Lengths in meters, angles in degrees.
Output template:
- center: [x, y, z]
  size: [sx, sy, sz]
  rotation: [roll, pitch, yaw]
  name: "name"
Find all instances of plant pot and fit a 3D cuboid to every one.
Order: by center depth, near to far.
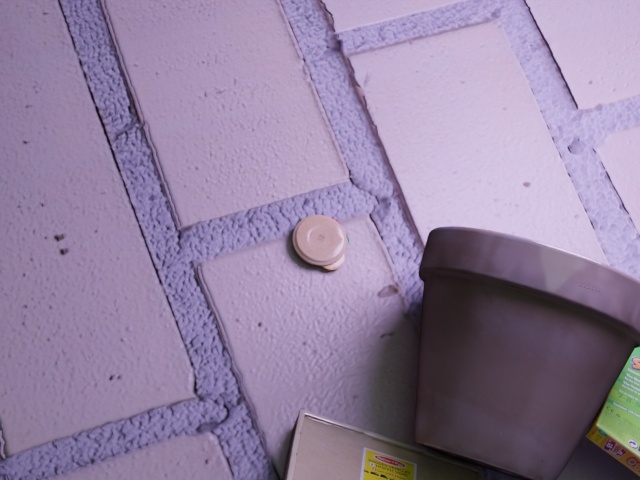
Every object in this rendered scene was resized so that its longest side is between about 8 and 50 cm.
- center: [0.258, 0.165, 1.722]
  size: [0.323, 0.323, 0.280]
  rotation: [18, 80, -3]
  name: "plant pot"

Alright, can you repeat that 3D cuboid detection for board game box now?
- center: [0.455, 0.233, 1.801]
  size: [0.124, 0.039, 0.259]
  rotation: [36, 37, 6]
  name: "board game box"

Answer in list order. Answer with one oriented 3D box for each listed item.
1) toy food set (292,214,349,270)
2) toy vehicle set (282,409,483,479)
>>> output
- center: [0.000, 0.000, 1.879]
  size: [0.083, 0.020, 0.082]
  rotation: [14, 64, -4]
  name: "toy food set"
- center: [0.084, 0.321, 1.695]
  size: [0.267, 0.035, 0.166]
  rotation: [19, 28, -2]
  name: "toy vehicle set"
